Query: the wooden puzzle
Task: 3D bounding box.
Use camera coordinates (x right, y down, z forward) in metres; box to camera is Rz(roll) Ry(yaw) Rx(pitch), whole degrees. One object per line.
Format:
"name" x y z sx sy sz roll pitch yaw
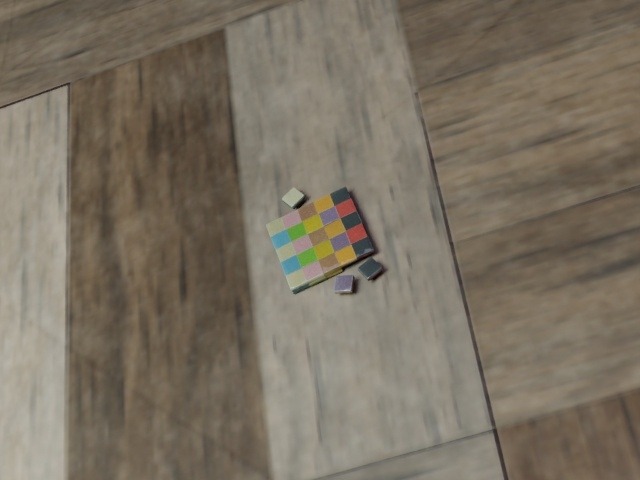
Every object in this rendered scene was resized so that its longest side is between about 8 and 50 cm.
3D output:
"wooden puzzle" 0.000 0.000 0.685 0.049 0.006 0.083 -26 50 4
